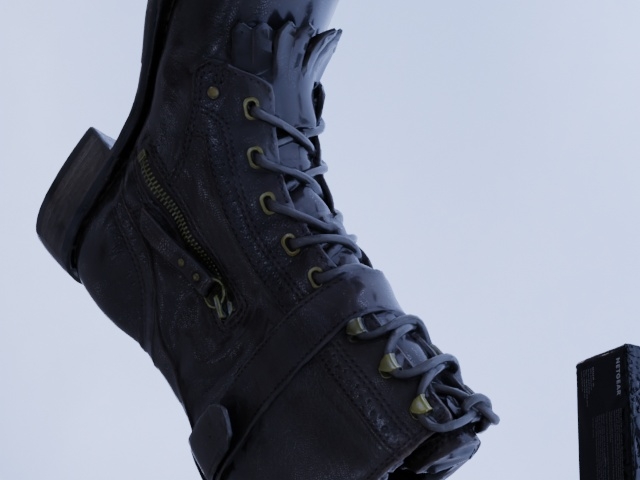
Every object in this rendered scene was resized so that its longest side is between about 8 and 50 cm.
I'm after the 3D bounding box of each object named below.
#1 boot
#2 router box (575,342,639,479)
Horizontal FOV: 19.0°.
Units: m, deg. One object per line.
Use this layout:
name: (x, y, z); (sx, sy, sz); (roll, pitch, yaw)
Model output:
boot: (0.000, 0.000, 0.788); (0.229, 0.091, 0.263); (51, -56, 31)
router box: (0.196, 0.153, 0.977); (0.046, 0.133, 0.178); (-29, -126, 52)
